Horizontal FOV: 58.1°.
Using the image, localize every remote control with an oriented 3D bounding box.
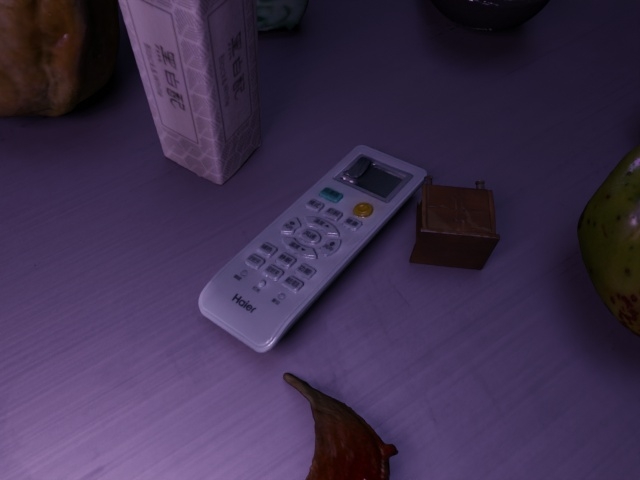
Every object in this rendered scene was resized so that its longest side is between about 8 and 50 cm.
[{"bbox_3d":[0.000,-0.001,0.634,0.103,0.051,0.293,28,59,28],"label":"remote control"}]

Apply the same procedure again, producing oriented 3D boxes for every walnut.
[{"bbox_3d":[-0.351,-0.280,0.659,0.227,0.283,0.283,-27,62,-37],"label":"walnut"}]

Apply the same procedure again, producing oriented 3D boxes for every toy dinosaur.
[{"bbox_3d":[-0.013,0.265,0.457,0.206,0.113,0.328,-5,67,-37],"label":"toy dinosaur"}]

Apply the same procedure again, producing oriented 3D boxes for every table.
[{"bbox_3d":[0.146,-0.022,0.645,0.083,0.070,0.082,5,59,1],"label":"table"}]

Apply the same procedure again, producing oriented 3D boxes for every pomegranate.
[{"bbox_3d":[0.390,0.013,0.588,0.247,0.214,0.215,25,51,-32],"label":"pomegranate"}]

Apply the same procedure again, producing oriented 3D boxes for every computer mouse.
[{"bbox_3d":[0.238,-0.394,0.862,0.170,0.100,0.270,2,53,-7],"label":"computer mouse"}]

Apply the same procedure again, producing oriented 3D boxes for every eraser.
[{"bbox_3d":[-0.121,-0.211,0.550,0.098,0.404,0.096,29,64,11],"label":"eraser"}]

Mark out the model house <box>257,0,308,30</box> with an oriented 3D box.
[{"bbox_3d":[-0.165,-0.470,0.834,0.266,0.194,0.325,-9,57,-7],"label":"model house"}]
